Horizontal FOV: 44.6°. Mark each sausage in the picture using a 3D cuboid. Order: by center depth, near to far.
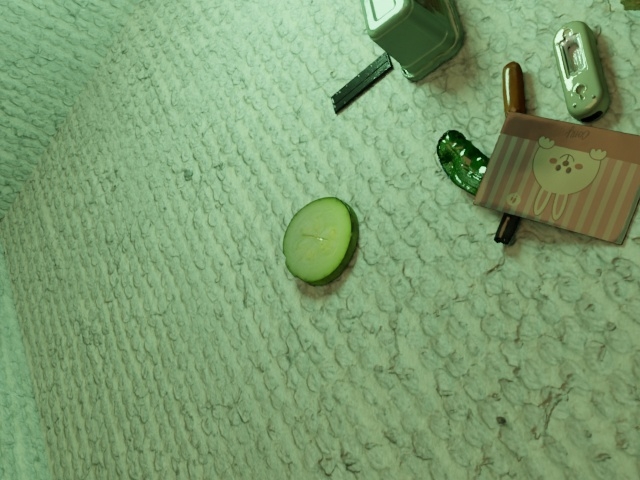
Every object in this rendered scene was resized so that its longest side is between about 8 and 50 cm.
[{"bbox_3d":[0.394,-0.306,1.590,0.039,0.041,0.131,-20,59,46],"label":"sausage"}]

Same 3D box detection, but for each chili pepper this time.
[{"bbox_3d":[0.317,-0.143,1.588,0.098,0.061,0.224,-54,49,15],"label":"chili pepper"}]

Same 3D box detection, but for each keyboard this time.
[{"bbox_3d":[0.101,-0.395,1.959,0.198,0.010,0.063,-35,49,31],"label":"keyboard"}]

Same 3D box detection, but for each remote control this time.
[{"bbox_3d":[0.495,-0.327,1.493,0.078,0.042,0.221,-24,57,37],"label":"remote control"}]

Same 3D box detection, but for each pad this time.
[{"bbox_3d":[0.445,-0.124,1.441,0.300,0.005,0.202,21,88,37],"label":"pad"}]

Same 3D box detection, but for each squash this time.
[{"bbox_3d":[0.003,0.002,1.875,0.219,0.041,0.219,-17,63,36],"label":"squash"}]

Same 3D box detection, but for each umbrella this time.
[{"bbox_3d":[0.375,-0.053,1.511,0.036,0.031,0.133,23,90,21],"label":"umbrella"}]

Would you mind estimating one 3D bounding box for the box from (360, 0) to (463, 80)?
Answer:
[{"bbox_3d":[0.189,-0.551,1.806,0.175,0.182,0.312,-31,54,34],"label":"box"}]

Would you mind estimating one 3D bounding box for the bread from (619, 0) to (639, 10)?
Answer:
[{"bbox_3d":[0.634,-0.618,1.381,0.236,0.165,0.375,-9,66,45],"label":"bread"}]
